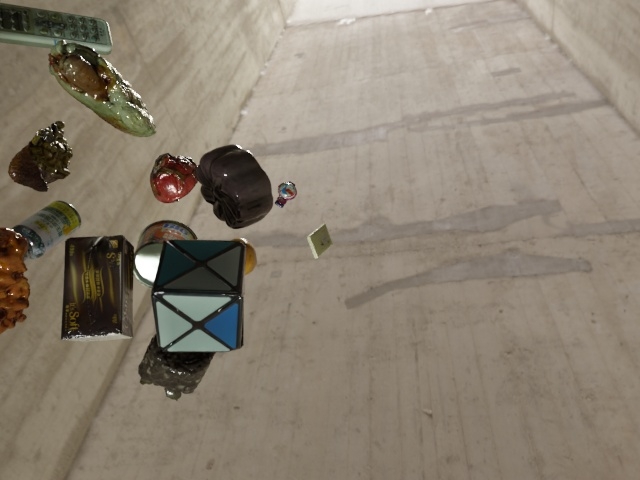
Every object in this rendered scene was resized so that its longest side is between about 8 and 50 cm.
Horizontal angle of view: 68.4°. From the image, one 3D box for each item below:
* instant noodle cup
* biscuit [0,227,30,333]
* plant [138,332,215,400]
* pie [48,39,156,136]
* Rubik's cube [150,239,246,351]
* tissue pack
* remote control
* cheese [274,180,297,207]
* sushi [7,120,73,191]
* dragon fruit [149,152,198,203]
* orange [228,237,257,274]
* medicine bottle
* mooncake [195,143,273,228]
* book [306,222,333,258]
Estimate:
[{"bbox_3d":[-0.703,0.073,2.119,0.296,0.296,0.214,-17,-159,1],"label":"instant noodle cup"},{"bbox_3d":[-0.920,0.132,1.208,0.110,0.312,0.318,22,-154,24],"label":"biscuit"},{"bbox_3d":[-0.495,0.413,1.614,0.215,0.312,0.213,26,-131,-10],"label":"plant"},{"bbox_3d":[-0.501,-0.342,1.093,0.105,0.274,0.257,-53,-140,-6],"label":"pie"},{"bbox_3d":[-0.347,0.162,1.396,0.246,0.250,0.248,1,-144,-9],"label":"Rubik's cube"},{"bbox_3d":[-0.791,0.181,1.694,0.210,0.198,0.370,-3,-104,-12],"label":"tissue pack"},{"bbox_3d":[-0.804,-0.620,1.396,0.335,0.065,0.128,-5,-111,-33],"label":"remote control"},{"bbox_3d":[-0.163,-0.216,2.192,0.095,0.038,0.145,30,-115,-6],"label":"cheese"},{"bbox_3d":[-0.906,-0.277,1.559,0.179,0.167,0.296,-21,-154,12],"label":"sushi"},{"bbox_3d":[-0.618,-0.273,1.902,0.218,0.148,0.224,-42,-131,-2],"label":"dragon fruit"},{"bbox_3d":[-0.312,0.070,1.811,0.159,0.136,0.159,-23,-127,33],"label":"orange"},{"bbox_3d":[-1.048,-0.027,1.762,0.141,0.141,0.293,-1,-149,19],"label":"medicine bottle"},{"bbox_3d":[-0.314,-0.188,1.691,0.154,0.306,0.306,-29,-141,-31],"label":"mooncake"},{"bbox_3d":[0.001,0.000,1.492,0.014,0.077,0.111,-10,-162,34],"label":"book"}]
